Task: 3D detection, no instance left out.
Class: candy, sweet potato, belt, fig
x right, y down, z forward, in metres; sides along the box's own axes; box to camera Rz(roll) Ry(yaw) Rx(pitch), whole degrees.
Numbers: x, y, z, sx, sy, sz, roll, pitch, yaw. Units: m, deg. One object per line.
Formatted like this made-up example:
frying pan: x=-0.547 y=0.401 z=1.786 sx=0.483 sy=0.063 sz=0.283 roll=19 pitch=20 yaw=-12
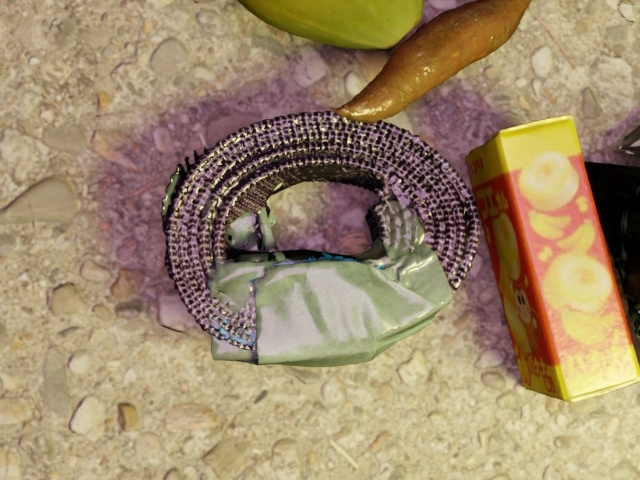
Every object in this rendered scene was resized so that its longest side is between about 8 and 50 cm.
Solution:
candy: x=0.236 y=0.021 z=1.049 sx=0.088 sy=0.146 sz=0.276 roll=-14 pitch=86 yaw=-4
sweet potato: x=0.126 y=-0.205 z=1.071 sx=0.314 sy=0.072 sz=0.066 roll=-34 pitch=130 yaw=-25
belt: x=0.000 y=0.000 z=1.054 sx=0.324 sy=0.122 sz=0.260 roll=-4 pitch=80 yaw=-5
fig: x=0.012 y=-0.306 z=1.034 sx=0.230 sy=0.207 sz=0.207 roll=16 pitch=86 yaw=-23

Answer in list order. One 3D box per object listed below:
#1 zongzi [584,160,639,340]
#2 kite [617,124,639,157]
zongzi: x=0.495 y=0.016 z=0.979 sx=0.362 sy=0.383 sz=0.319 roll=-24 pitch=96 yaw=-19
kite: x=0.430 y=-0.159 z=1.075 sx=0.245 sy=0.141 sz=0.015 roll=-47 pitch=127 yaw=-19
